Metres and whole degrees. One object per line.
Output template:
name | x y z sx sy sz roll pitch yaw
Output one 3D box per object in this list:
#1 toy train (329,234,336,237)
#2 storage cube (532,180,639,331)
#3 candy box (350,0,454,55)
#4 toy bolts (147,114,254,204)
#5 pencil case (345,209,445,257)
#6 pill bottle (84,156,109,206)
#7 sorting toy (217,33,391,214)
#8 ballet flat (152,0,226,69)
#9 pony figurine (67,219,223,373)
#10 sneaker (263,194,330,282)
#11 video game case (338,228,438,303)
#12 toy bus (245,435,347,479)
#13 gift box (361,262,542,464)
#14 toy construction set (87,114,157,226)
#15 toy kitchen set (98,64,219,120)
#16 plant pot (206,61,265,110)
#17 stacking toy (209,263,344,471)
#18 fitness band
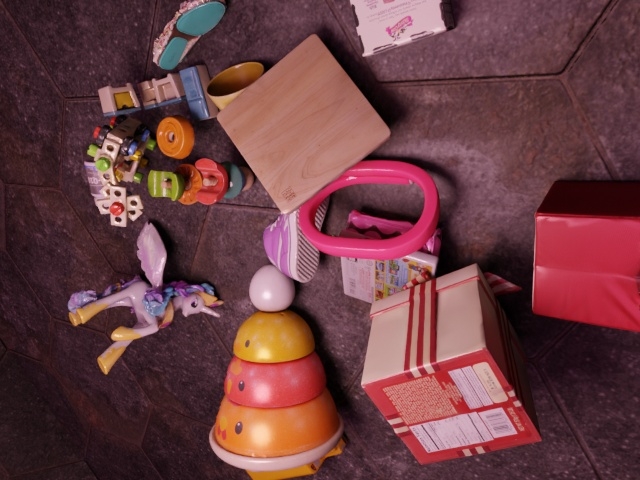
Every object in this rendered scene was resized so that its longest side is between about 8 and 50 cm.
toy train | 0.000 0.000 1.125 0.083 0.023 0.017 -4 110 31
storage cube | 0.462 0.015 0.750 0.193 0.215 0.184 6 116 34
candy box | 0.128 -0.460 0.806 0.159 0.071 0.233 -5 109 31
toy bolts | -0.274 -0.182 1.130 0.228 0.158 0.218 16 106 27
pencil case | 0.151 -0.010 0.991 0.209 0.095 0.098 12 159 23
pill bottle | -0.647 -0.174 1.387 0.078 0.078 0.137 12 118 25
sorting toy | -0.031 -0.224 0.944 0.257 0.089 0.255 -37 80 10
ballet flat | -0.307 -0.483 1.047 0.241 0.091 0.077 -28 71 32
pony figurine | -0.509 0.162 1.341 0.351 0.363 0.303 41 135 27
sneaker | -0.074 -0.056 1.098 0.161 0.102 0.282 25 110 45
video game case | 0.144 0.081 1.018 0.206 0.026 0.227 17 145 20
toy bus | -0.083 0.630 1.401 0.332 0.130 0.108 -31 95 37
gift box | 0.255 0.213 0.848 0.276 0.258 0.255 -21 114 23
toy construction set | -0.500 -0.189 1.161 0.151 0.328 0.215 17 118 -28
toy kitchen set | -0.383 -0.326 1.107 0.207 0.166 0.122 -3 110 31
plant pot | -0.168 -0.314 1.026 0.134 0.134 0.095 6 142 28
stacking toy | -0.123 0.299 1.216 0.350 0.350 0.480 -2 93 31
fitness band | 0.093 -0.062 0.938 0.290 0.209 0.054 4 154 27
